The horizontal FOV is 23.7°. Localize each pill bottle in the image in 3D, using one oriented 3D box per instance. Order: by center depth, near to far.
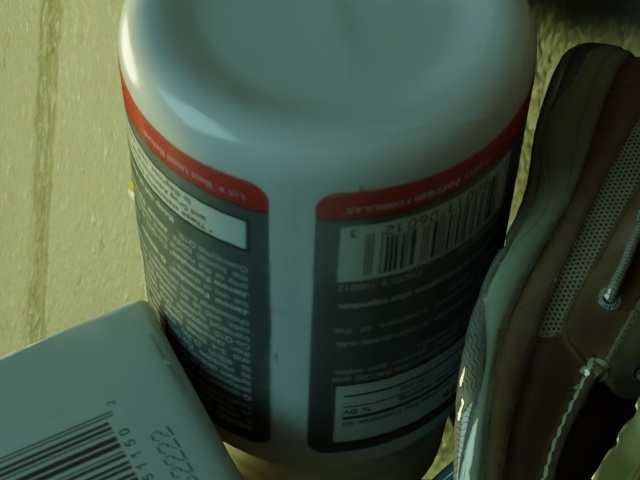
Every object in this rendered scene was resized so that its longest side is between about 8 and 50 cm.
[{"bbox_3d":[0.000,0.000,0.880,0.363,0.210,0.210,93,162,-50],"label":"pill bottle"}]

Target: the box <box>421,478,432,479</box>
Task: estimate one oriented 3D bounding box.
[{"bbox_3d":[0.058,0.257,0.989,0.105,0.043,0.179,-47,47,42],"label":"box"}]

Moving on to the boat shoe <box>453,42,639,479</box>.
[{"bbox_3d":[0.148,0.040,0.768,0.116,0.123,0.324,9,67,21],"label":"boat shoe"}]

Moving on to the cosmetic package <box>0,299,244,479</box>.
[{"bbox_3d":[-0.127,0.263,0.953,0.230,0.161,0.453,58,159,26],"label":"cosmetic package"}]

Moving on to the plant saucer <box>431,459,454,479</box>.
[{"bbox_3d":[0.118,0.202,0.774,0.317,0.043,0.318,-29,36,24],"label":"plant saucer"}]

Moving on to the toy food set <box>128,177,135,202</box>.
[{"bbox_3d":[-0.084,0.020,1.202,0.232,0.111,0.105,37,113,51],"label":"toy food set"}]

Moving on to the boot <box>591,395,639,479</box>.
[{"bbox_3d":[0.254,0.134,0.626,0.269,0.089,0.236,30,90,30],"label":"boot"}]
